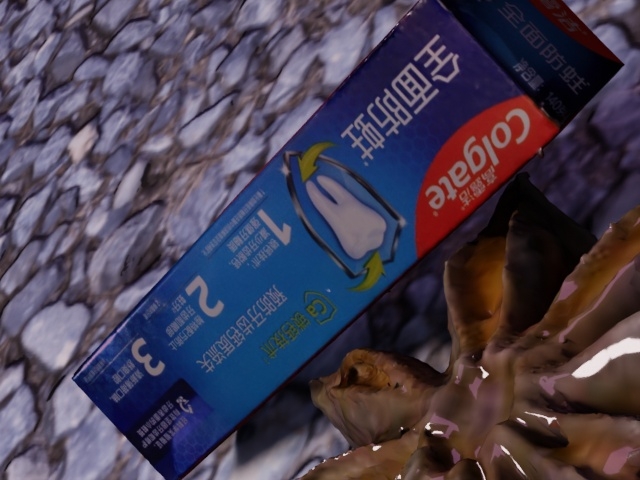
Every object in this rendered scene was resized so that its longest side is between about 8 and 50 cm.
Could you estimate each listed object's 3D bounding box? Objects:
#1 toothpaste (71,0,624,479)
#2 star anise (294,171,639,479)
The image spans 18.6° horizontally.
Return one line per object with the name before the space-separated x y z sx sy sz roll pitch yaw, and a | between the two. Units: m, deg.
toothpaste | -0.001 -0.001 0.854 0.320 0.076 0.066 -44 -2 43
star anise | 0.088 0.094 0.706 0.332 0.117 0.331 -40 25 24
